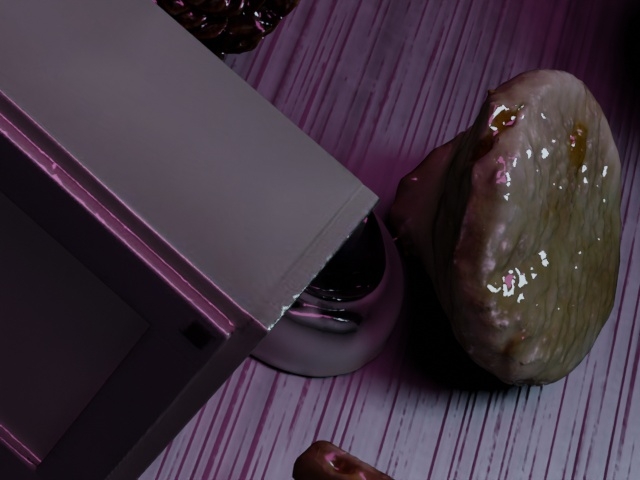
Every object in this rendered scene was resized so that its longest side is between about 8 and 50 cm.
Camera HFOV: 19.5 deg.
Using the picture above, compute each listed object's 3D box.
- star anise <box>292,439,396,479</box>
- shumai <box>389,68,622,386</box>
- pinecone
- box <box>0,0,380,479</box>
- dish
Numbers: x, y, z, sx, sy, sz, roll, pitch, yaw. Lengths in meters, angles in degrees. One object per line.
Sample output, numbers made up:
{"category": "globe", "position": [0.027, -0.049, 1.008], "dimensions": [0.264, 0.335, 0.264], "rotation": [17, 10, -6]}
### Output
{"category": "star anise", "position": [0.112, 0.263, 0.937], "dimensions": [0.292, 0.109, 0.350], "rotation": [13, 51, -31]}
{"category": "shumai", "position": [0.102, -0.014, 1.129], "dimensions": [0.201, 0.120, 0.201], "rotation": [-15, 108, -56]}
{"category": "pinecone", "position": [-0.075, -0.172, 1.130], "dimensions": [0.140, 0.140, 0.121], "rotation": [47, 14, 6]}
{"category": "box", "position": [-0.134, -0.003, 0.891], "dimensions": [0.225, 0.225, 0.117], "rotation": [41, 46, 0]}
{"category": "dish", "position": [0.000, 0.000, 1.078], "dimensions": [0.141, 0.078, 0.141], "rotation": [17, 51, -22]}
